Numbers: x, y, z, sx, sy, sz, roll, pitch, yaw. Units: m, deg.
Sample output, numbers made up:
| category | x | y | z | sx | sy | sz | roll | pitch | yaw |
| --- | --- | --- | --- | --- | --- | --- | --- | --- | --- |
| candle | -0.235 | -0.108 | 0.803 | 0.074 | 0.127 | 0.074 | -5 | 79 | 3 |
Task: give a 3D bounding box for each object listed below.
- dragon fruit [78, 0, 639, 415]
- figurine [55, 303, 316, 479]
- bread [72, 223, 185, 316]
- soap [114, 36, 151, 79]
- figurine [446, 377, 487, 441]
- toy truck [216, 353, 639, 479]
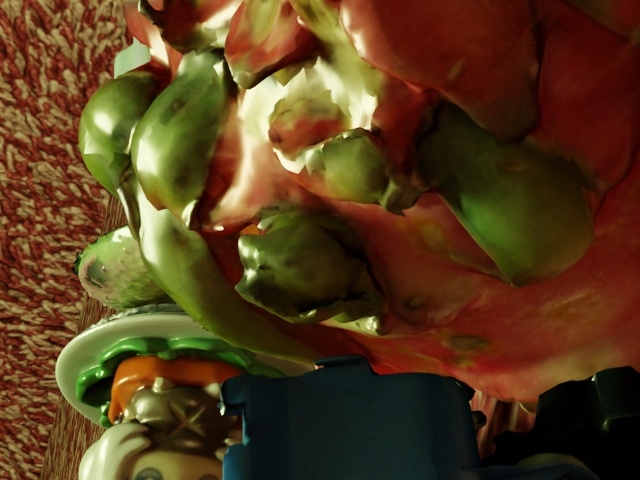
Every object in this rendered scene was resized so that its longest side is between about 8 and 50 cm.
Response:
| category | x | y | z | sx | sy | sz | roll | pitch | yaw |
| --- | --- | --- | --- | --- | --- | --- | --- | --- | --- |
| dragon fruit | 0.048 | -0.065 | 0.622 | 0.302 | 0.237 | 0.231 | -45 | -21 | -75 |
| figurine | -0.066 | 0.124 | 0.838 | 0.132 | 0.132 | 0.154 | 117 | 162 | -54 |
| bread | 0.000 | 0.000 | 0.866 | 0.228 | 0.228 | 0.034 | 135 | 122 | -70 |
| soap | -0.056 | -0.108 | 1.315 | 0.289 | 0.172 | 0.095 | -101 | 26 | -64 |
| figurine | 0.014 | 0.178 | 0.887 | 0.138 | 0.110 | 0.246 | -112 | 39 | -73 |
| toy truck | 0.072 | 0.104 | 0.391 | 0.113 | 0.208 | 0.126 | -94 | 20 | -57 |
